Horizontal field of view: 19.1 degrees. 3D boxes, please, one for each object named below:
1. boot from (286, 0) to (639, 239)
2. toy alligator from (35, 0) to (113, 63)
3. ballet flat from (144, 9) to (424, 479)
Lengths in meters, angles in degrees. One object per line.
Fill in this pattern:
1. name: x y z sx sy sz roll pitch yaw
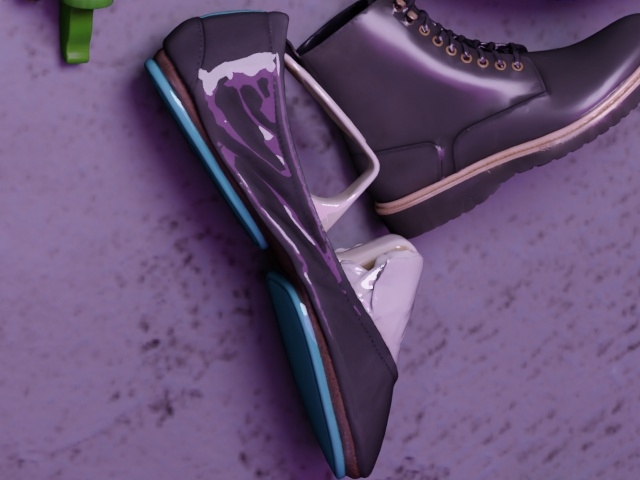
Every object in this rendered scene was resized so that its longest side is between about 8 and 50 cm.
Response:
1. boot: 0.091 -0.106 1.077 0.198 0.077 0.137 -33 106 1
2. toy alligator: -0.127 -0.186 0.994 0.056 0.051 0.190 -5 100 -25
3. ballet flat: 0.000 0.000 1.053 0.096 0.095 0.280 -26 109 -6
